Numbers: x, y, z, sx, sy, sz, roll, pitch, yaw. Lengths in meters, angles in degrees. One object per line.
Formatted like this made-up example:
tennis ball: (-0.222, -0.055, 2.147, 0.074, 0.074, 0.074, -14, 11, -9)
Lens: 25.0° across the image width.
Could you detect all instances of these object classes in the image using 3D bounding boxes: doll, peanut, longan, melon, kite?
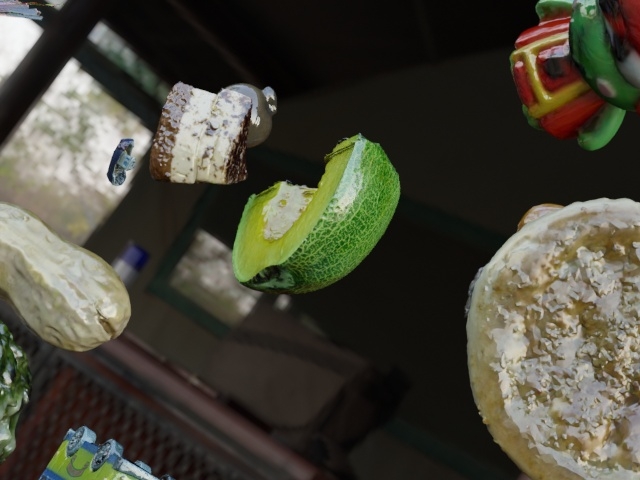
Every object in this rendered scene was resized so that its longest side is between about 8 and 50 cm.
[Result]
doll: (0.352, -0.222, 1.506, 0.160, 0.182, 0.363, -4, -15, -31)
peanut: (-0.391, 0.044, 1.963, 0.313, 0.149, 0.149, 32, -9, 15)
longan: (-0.121, -0.201, 2.298, 0.106, 0.119, 0.106, 56, -11, 16)
melon: (0.000, 0.000, 1.752, 0.129, 0.169, 0.265, 33, -31, -22)
kite: (-0.457, -0.341, 2.057, 0.183, 0.014, 0.241, -2, 19, -21)

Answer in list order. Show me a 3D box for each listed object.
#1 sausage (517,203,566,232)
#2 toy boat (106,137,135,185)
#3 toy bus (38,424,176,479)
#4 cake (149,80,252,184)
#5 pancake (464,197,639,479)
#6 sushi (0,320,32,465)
sausage: (0.435, 0.017, 2.275, 0.270, 0.109, 0.109, 27, -11, 25)
toy boat: (-0.292, -0.117, 2.145, 0.038, 0.083, 0.038, 16, 28, -9)
toy bus: (-0.355, 0.429, 2.347, 0.152, 0.190, 0.312, 38, -15, -22)
cake: (-0.162, -0.097, 1.937, 0.112, 0.135, 0.246, 15, -24, 1)
pancake: (0.353, 0.127, 1.721, 0.382, 0.382, 0.071, 34, -3, 5)
sushi: (-0.527, 0.206, 1.769, 0.294, 0.352, 0.178, 26, -25, 12)
